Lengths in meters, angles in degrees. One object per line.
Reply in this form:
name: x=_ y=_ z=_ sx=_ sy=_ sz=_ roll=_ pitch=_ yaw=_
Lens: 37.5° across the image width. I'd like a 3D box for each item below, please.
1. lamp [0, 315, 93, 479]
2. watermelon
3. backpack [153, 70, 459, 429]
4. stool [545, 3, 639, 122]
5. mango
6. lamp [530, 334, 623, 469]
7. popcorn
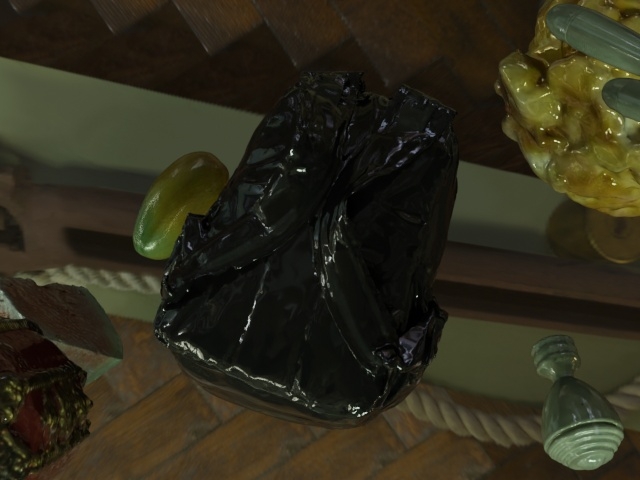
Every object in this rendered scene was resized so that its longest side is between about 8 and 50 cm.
lamp: x=-0.292 y=0.150 z=0.786 sx=0.177 sy=0.274 sz=0.177 roll=0 pitch=89 yaw=0
watermelon: x=-0.449 y=0.138 z=1.488 sx=0.261 sy=0.201 sz=0.213 roll=-24 pitch=52 yaw=-31
backpack: x=0.000 y=0.000 z=1.181 sx=0.363 sy=0.255 sz=0.446 roll=15 pitch=75 yaw=15
stool: x=0.388 y=-0.218 z=1.017 sx=0.195 sy=0.199 sz=0.195 roll=-43 pitch=129 yaw=11
mango: x=-0.219 y=-0.052 z=1.473 sx=0.092 sy=0.130 sz=0.195 roll=28 pitch=65 yaw=24
lamp: x=0.336 y=0.218 z=1.271 sx=0.106 sy=0.106 sz=0.193 roll=-10 pitch=50 yaw=-2
popcorn: x=0.473 y=-0.235 z=1.494 sx=0.344 sy=0.390 sz=0.354 roll=47 pitch=120 yaw=25
